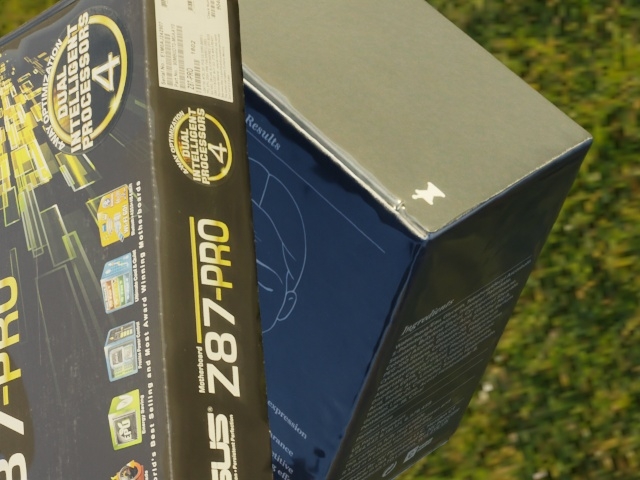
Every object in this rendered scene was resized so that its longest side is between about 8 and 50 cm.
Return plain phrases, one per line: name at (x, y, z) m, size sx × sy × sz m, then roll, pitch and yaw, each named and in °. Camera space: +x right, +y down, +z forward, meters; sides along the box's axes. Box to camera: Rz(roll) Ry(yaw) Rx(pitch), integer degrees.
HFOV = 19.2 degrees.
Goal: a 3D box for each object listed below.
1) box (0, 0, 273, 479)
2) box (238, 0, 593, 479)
box at (-0.172, 0.043, 1.300) m, size 0.318 × 0.097 × 0.395 m, roll -22°, pitch 67°, yaw 46°
box at (0.000, 0.000, 1.591) m, size 0.293 × 0.212 × 0.395 m, roll 43°, pitch 139°, yaw 21°
